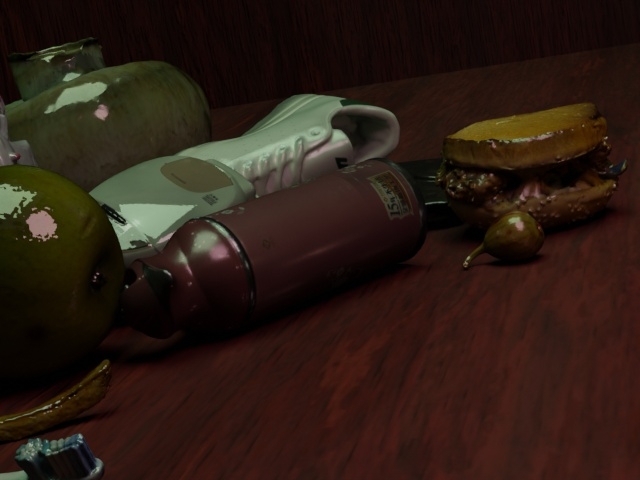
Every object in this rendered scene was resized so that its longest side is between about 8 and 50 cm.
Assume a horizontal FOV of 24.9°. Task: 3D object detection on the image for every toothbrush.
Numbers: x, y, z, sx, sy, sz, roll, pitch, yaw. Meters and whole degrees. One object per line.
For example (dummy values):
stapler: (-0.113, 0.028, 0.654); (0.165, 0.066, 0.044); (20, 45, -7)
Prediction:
toothbrush: (-0.322, 0.174, 1.027); (0.386, 0.040, 0.040); (-9, 11, 23)

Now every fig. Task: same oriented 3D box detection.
fig: (0.173, 0.003, 1.387); (0.083, 0.050, 0.050); (-27, 7, 15)

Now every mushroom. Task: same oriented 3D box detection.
mushroom: (-0.308, -0.133, 1.898); (0.352, 0.260, 0.352); (-15, 8, 2)

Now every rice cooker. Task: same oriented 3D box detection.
rice cooker: (-0.155, -0.005, 1.453); (0.206, 0.127, 0.145); (-20, 41, -38)

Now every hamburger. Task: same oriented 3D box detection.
hamburger: (0.212, -0.072, 1.519); (0.191, 0.118, 0.182); (-15, 9, -39)

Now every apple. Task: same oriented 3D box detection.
apple: (-0.259, 0.030, 1.273); (0.157, 0.196, 0.196); (4, 15, 14)

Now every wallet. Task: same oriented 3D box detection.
wallet: (0.096, -0.057, 1.743); (0.165, 0.042, 0.309); (-10, 11, 8)

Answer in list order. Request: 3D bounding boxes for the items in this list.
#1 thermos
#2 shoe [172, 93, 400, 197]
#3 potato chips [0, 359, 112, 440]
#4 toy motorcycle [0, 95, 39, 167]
thermos: (-0.058, 0.012, 1.362); (0.330, 0.110, 0.136); (-21, 19, -41)
shoe: (-0.047, -0.070, 1.658); (0.160, 0.132, 0.363); (3, 27, 38)
potato chips: (-0.255, 0.141, 1.117); (0.204, 0.037, 0.026); (-18, 2, -10)
toy motorcycle: (-0.321, -0.024, 1.438); (0.110, 0.260, 0.171); (-7, 25, 10)
